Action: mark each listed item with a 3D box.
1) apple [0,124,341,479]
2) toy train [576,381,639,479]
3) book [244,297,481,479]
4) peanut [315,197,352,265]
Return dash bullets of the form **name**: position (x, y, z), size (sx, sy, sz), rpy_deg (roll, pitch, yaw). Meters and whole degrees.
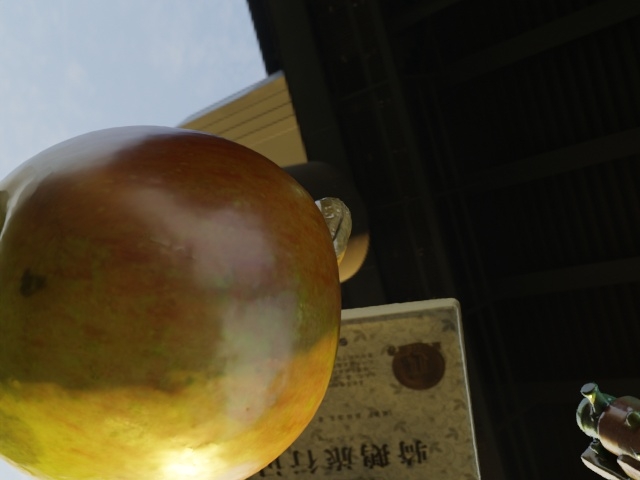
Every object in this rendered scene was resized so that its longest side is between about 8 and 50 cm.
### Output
- **apple**: position (-0.089, 0.034, 0.386), size (0.196, 0.196, 0.195), rpy_deg (14, -70, 40)
- **toy train**: position (0.449, 0.289, 0.975), size (0.221, 0.150, 0.304), rpy_deg (53, -13, -18)
- **book**: position (0.024, 0.204, 0.631), size (0.217, 0.021, 0.310), rpy_deg (-8, -73, 9)
- **peanut**: position (0.000, 0.000, 1.103), size (0.080, 0.174, 0.080), rpy_deg (7, -55, 10)
